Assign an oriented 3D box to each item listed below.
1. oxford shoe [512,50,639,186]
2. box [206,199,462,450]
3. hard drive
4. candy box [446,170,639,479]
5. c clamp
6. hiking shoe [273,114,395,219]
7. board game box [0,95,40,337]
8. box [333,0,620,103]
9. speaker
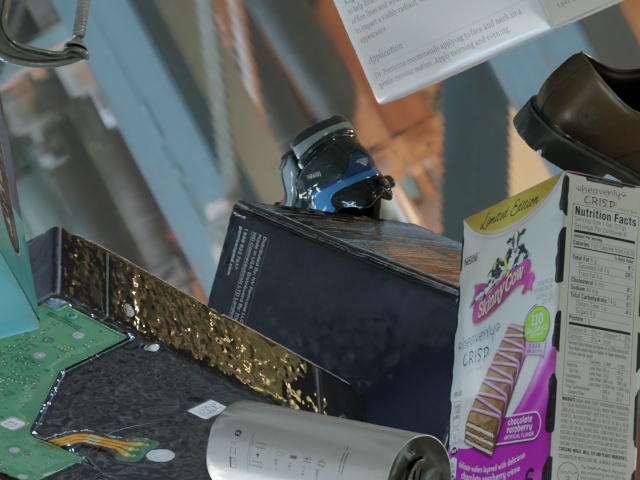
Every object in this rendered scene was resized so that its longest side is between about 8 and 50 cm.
[{"bbox_3d":[0.261,-0.075,1.127,0.096,0.227,0.083,-56,-150,28],"label":"oxford shoe"},{"bbox_3d":[0.093,0.097,1.422,0.294,0.183,0.296,21,-171,38],"label":"box"},{"bbox_3d":[-0.155,0.119,1.145,0.237,0.064,0.339,-27,141,29],"label":"hard drive"},{"bbox_3d":[0.155,0.084,1.073,0.071,0.234,0.159,12,164,-19],"label":"candy box"},{"bbox_3d":[-0.217,-0.212,1.290,0.137,0.161,0.022,19,158,-18],"label":"c clamp"},{"bbox_3d":[0.000,0.000,1.793,0.113,0.132,0.304,-24,149,-28],"label":"hiking shoe"},{"bbox_3d":[-0.243,-0.125,0.806,0.079,0.254,0.336,-14,151,-3],"label":"board game box"},{"bbox_3d":[0.128,-0.193,1.040,0.182,0.119,0.181,-27,-175,-37],"label":"box"},{"bbox_3d":[0.003,0.121,0.820,0.136,0.055,0.055,4,-156,43],"label":"speaker"}]
